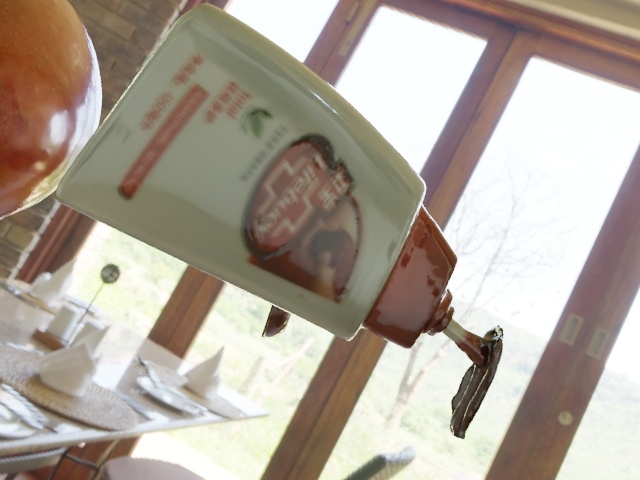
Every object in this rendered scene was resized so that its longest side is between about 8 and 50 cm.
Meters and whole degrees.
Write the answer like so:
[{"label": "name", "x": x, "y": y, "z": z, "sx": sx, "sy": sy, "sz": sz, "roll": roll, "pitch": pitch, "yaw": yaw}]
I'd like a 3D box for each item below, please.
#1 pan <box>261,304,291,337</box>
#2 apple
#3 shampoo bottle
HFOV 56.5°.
[{"label": "pan", "x": -0.036, "y": 0.059, "z": 0.551, "sx": 0.023, "sy": 0.068, "sz": 0.115, "roll": 18, "pitch": -11, "yaw": 1}, {"label": "apple", "x": -0.321, "y": -0.136, "z": 0.507, "sx": 0.251, "sy": 0.272, "sz": 0.206, "roll": 17, "pitch": -44, "yaw": 15}, {"label": "shampoo bottle", "x": 0.000, "y": 0.000, "z": 0.360, "sx": 0.284, "sy": 0.153, "sz": 0.071, "roll": 38, "pitch": 7, "yaw": 0}]
